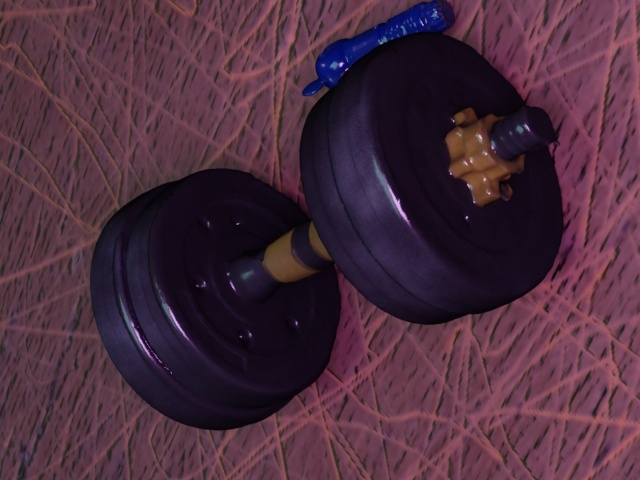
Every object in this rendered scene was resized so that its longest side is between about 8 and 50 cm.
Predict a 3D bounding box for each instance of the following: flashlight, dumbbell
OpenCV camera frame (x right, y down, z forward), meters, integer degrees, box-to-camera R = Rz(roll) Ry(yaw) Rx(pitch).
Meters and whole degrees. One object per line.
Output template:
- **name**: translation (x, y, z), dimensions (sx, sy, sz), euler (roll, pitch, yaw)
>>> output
- **flashlight**: translation (0.041, -0.130, 1.268), dimensions (0.121, 0.057, 0.035), euler (-23, 116, 34)
- **dumbbell**: translation (0.000, 0.000, 1.221), dimensions (0.388, 0.185, 0.185), euler (-27, 77, 40)
